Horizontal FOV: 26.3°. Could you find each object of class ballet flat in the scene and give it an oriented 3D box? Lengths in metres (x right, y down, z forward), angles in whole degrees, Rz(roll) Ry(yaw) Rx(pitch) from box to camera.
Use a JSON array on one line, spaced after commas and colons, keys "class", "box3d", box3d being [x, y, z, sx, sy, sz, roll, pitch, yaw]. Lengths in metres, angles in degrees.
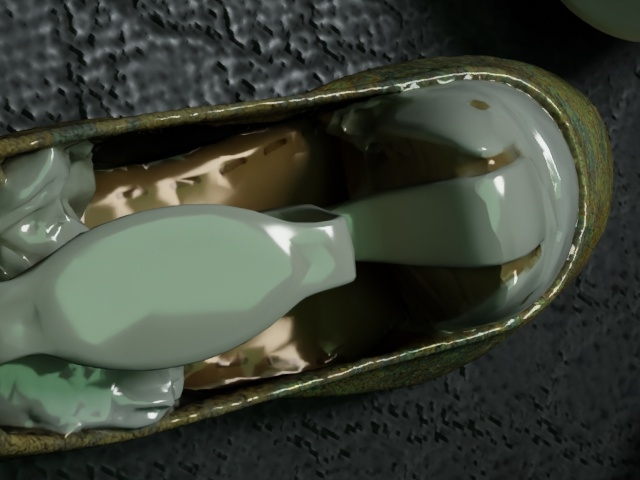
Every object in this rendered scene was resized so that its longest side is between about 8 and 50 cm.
[{"class": "ballet flat", "box3d": [0.000, 0.000, 0.457, 0.348, 0.123, 0.123, -12, 91, -32]}]

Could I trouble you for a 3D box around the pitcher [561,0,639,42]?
[{"class": "pitcher", "box3d": [0.151, -0.189, 0.579, 0.178, 0.125, 0.207, 41, 53, 1]}]
